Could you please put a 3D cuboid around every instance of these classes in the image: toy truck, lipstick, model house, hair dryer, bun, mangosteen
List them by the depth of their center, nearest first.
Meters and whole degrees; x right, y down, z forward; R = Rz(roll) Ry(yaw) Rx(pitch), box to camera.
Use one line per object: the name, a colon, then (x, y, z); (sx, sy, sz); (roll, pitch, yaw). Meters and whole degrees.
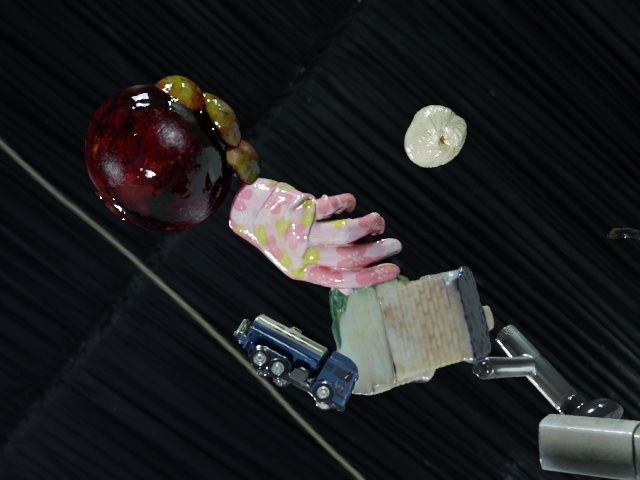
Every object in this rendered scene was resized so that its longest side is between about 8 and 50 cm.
mangosteen: (-0.195, -0.109, 0.882); (0.210, 0.210, 0.210); (-47, 13, 14)
lipstick: (0.443, 0.294, 0.972); (0.252, 0.078, 0.079); (-6, -2, 36)
toy truck: (-0.039, 0.185, 1.061); (0.088, 0.201, 0.074); (-59, -15, -20)
bun: (0.202, -0.174, 1.185); (0.115, 0.115, 0.069); (-47, 37, 11)
model house: (0.194, 0.175, 1.418); (0.298, 0.284, 0.244); (149, 113, -69)
hair dryer: (0.465, 0.344, 1.546); (0.284, 0.320, 0.156); (-16, -41, -40)

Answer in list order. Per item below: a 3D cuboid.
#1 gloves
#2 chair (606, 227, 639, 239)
gloves: (-0.005, 0.002, 0.978); (0.126, 0.241, 0.145); (-24, -43, -62)
chair: (0.426, 0.020, 0.679); (0.149, 0.174, 0.213); (-20, 0, -12)
